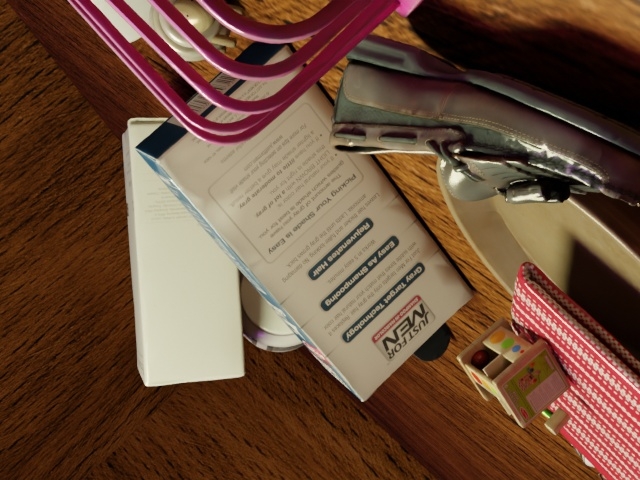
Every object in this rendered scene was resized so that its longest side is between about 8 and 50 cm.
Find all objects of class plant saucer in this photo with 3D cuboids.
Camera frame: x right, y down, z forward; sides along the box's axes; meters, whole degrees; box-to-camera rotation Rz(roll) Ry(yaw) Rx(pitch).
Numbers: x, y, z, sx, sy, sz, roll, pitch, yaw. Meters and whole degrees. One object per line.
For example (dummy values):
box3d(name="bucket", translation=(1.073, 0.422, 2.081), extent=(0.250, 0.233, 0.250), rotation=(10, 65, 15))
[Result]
box3d(name="plant saucer", translation=(0.194, 0.024, 0.771), extent=(0.278, 0.041, 0.278), rotation=(46, 171, 9))

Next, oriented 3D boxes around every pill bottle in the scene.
box3d(name="pill bottle", translation=(-0.064, 0.097, 1.742), extent=(0.162, 0.162, 0.278), rotation=(46, 171, 4))

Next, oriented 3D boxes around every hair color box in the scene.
box3d(name="hair color box", translation=(-0.012, -0.017, 1.113), extent=(0.347, 0.174, 0.105), rotation=(51, 171, -23))

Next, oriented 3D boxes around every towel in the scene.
box3d(name="towel", translation=(0.230, 0.134, 0.861), extent=(0.199, 0.031, 0.275), rotation=(45, 169, 24))

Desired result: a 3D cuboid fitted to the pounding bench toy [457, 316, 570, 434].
box3d(name="pounding bench toy", translation=(0.159, 0.114, 0.858), extent=(0.083, 0.052, 0.065), rotation=(55, 169, -27))

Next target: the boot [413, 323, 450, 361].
box3d(name="boot", translation=(0.075, 0.071, 1.390), extent=(0.219, 0.082, 0.106), rotation=(51, 168, -34))

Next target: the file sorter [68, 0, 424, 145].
box3d(name="file sorter", translation=(-0.042, -0.179, 0.534), extent=(0.202, 0.182, 0.290), rotation=(47, 171, -3))

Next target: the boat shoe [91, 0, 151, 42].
box3d(name="boat shoe", translation=(-0.237, -0.323, 1.062), extent=(0.102, 0.108, 0.301), rotation=(42, 167, 27))

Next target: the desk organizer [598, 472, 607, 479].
box3d(name="desk organizer", translation=(0.344, 0.274, 1.135), extent=(0.050, 0.047, 0.130), rotation=(35, 165, 45))

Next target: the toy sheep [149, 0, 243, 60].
box3d(name="toy sheep", translation=(-0.129, -0.221, 1.075), extent=(0.091, 0.091, 0.132), rotation=(49, 167, -10))

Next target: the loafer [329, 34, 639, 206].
box3d(name="loafer", translation=(0.095, -0.059, 0.652), extent=(0.096, 0.084, 0.267), rotation=(19, -171, -36))

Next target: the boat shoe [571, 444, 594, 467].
box3d(name="boat shoe", translation=(0.263, 0.181, 1.076), extent=(0.040, 0.049, 0.142), rotation=(13, 147, 26))

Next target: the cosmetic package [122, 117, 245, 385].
box3d(name="cosmetic package", translation=(-0.212, 0.015, 1.628), extent=(0.217, 0.156, 0.385), rotation=(175, 93, -77))
